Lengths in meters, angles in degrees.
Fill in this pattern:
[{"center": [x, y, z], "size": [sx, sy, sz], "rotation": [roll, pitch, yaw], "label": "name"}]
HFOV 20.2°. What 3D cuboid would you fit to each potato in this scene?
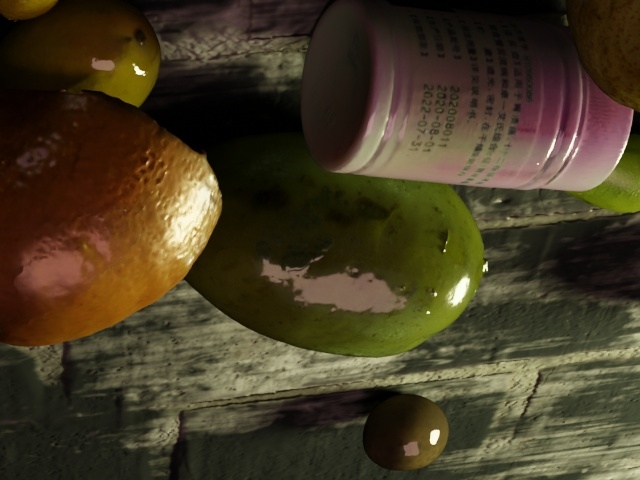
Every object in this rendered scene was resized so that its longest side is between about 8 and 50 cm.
[{"center": [0.001, 0.002, 1.655], "size": [0.304, 0.215, 0.216], "rotation": [7, 144, -23], "label": "potato"}]

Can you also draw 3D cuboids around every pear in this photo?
[{"center": [0.310, -0.203, 1.452], "size": [0.229, 0.188, 0.211], "rotation": [-10, 146, -8], "label": "pear"}]

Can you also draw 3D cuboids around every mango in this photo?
[{"center": [-0.209, -0.134, 1.474], "size": [0.195, 0.092, 0.130], "rotation": [-28, 150, 37], "label": "mango"}, {"center": [0.280, -0.068, 1.769], "size": [0.165, 0.074, 0.091], "rotation": [3, 147, -23], "label": "mango"}]

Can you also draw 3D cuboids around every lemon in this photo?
[{"center": [-0.226, -0.206, 1.380], "size": [0.065, 0.065, 0.092], "rotation": [4, 139, -25], "label": "lemon"}]

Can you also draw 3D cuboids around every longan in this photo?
[{"center": [0.103, 0.235, 2.178], "size": [0.113, 0.092, 0.113], "rotation": [-16, 155, -8], "label": "longan"}]

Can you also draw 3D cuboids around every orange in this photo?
[{"center": [-0.244, -0.034, 1.492], "size": [0.310, 0.274, 0.274], "rotation": [-17, 149, -5], "label": "orange"}]

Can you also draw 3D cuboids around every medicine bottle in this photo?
[{"center": [0.127, -0.123, 1.553], "size": [0.254, 0.152, 0.152], "rotation": [4, 145, -26], "label": "medicine bottle"}]
